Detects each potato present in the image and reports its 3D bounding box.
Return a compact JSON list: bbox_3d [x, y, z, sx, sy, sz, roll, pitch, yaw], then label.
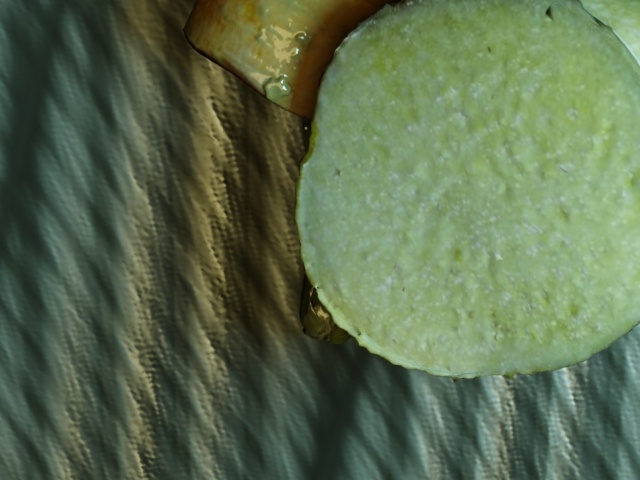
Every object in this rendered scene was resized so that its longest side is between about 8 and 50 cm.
[{"bbox_3d":[0.213,-0.083,1.693,0.442,0.319,0.385,-19,92,35],"label":"potato"}]

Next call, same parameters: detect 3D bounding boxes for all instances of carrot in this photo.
[{"bbox_3d":[0.004,-0.312,1.726,0.224,0.224,0.341,27,105,-10],"label":"carrot"}]

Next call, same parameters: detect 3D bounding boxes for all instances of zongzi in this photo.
[{"bbox_3d":[-0.002,0.002,1.894,0.204,0.094,0.205,38,103,-15],"label":"zongzi"}]
